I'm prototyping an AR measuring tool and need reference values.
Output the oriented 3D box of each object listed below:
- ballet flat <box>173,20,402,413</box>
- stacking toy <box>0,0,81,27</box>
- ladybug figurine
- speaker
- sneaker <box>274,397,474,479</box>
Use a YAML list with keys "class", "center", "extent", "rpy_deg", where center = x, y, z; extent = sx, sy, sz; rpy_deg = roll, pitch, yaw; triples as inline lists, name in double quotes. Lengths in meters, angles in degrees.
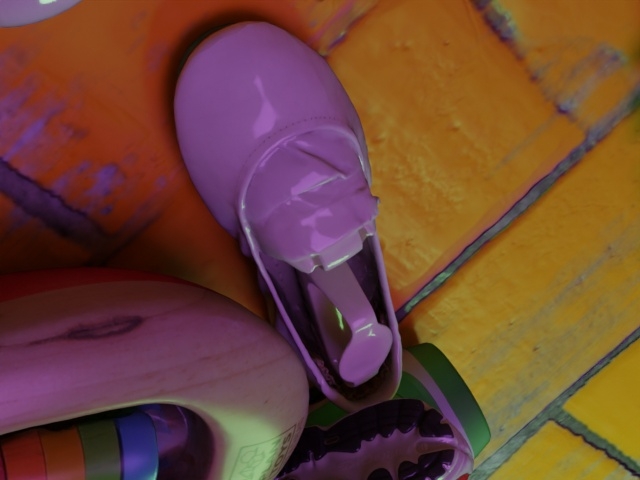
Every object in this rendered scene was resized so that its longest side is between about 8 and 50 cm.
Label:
- class: "ballet flat"
  center: [0.000, 0.000, 1.267]
  extent: [0.139, 0.139, 0.400]
  rpy_deg: [-30, 141, -10]
- class: "stacking toy"
  center: [-0.305, -0.127, 0.739]
  extent: [0.480, 0.350, 0.350]
  rpy_deg: [-18, 138, -31]
- class: "ladybug figurine"
  center: [-0.214, 0.138, 1.211]
  extent: [0.449, 0.162, 0.305]
  rpy_deg: [-6, 132, -34]
- class: "speaker"
  center: [0.002, 0.214, 1.491]
  extent: [0.296, 0.131, 0.131]
  rpy_deg: [-31, 142, -8]
- class: "sneaker"
  center: [-0.008, 0.210, 1.376]
  extent: [0.279, 0.107, 0.118]
  rpy_deg: [-9, 153, 15]
